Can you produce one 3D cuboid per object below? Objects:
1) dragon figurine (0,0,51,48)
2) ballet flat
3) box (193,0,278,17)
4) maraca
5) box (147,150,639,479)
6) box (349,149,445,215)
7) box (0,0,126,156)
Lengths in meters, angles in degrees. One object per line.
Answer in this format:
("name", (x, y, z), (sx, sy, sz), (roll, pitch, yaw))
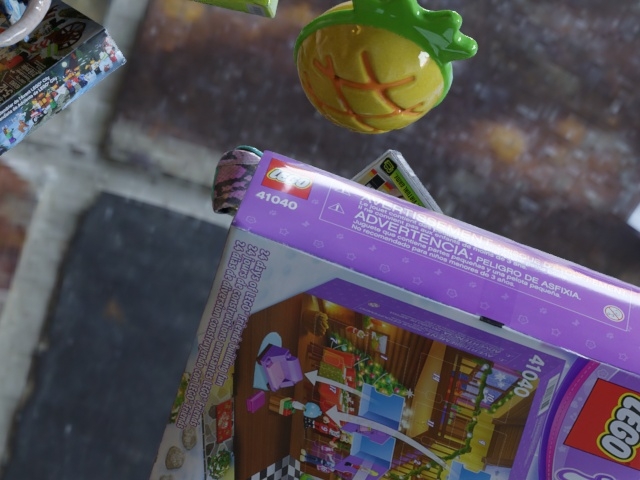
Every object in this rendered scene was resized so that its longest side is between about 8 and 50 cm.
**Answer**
("dragon figurine", (-0.203, -0.182, 1.124), (0.085, 0.144, 0.289), (17, 46, -33))
("ballet flat", (0.000, 0.000, 1.552), (0.221, 0.077, 0.079), (28, 69, -20))
("box", (-0.070, -0.280, 1.487), (0.109, 0.042, 0.178), (13, 82, 7))
("maraca", (0.049, -0.146, 1.439), (0.127, 0.186, 0.099), (22, 63, -14))
("box", (0.026, 0.116, 0.800), (0.201, 0.293, 0.057), (21, 40, 0))
("box", (0.086, 0.029, 1.735), (0.114, 0.036, 0.207), (-38, 79, 14))
("box", (-0.305, -0.172, 1.747), (0.159, 0.044, 0.233), (-39, 35, -13))
